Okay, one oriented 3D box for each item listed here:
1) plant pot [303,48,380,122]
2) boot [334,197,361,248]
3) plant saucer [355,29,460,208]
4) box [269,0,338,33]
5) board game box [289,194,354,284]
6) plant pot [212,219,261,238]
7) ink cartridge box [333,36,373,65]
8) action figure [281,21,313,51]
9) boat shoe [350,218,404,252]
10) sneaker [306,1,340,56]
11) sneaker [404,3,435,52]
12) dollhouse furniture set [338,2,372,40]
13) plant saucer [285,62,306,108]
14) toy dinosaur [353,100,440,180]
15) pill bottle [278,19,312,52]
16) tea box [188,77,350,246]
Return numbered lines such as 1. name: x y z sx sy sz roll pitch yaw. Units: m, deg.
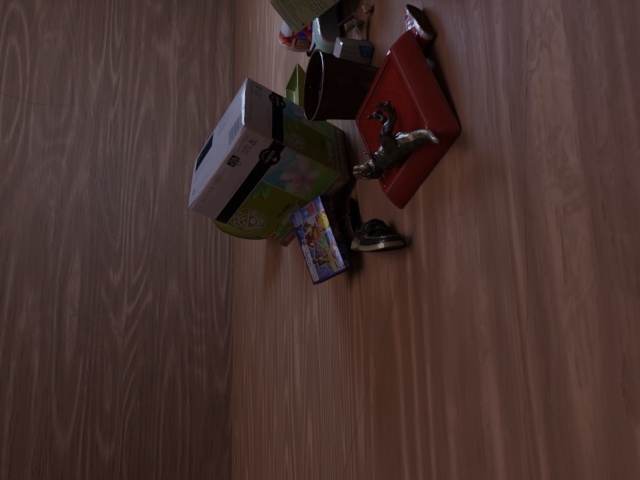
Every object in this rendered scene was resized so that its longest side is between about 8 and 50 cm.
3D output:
1. plant pot: 0.058 -0.358 1.204 0.167 0.165 0.167 -178 90 -73
2. boot: 0.043 -0.053 1.399 0.207 0.090 0.249 -51 37 43
3. plant saucer: 0.152 -0.235 1.019 0.259 0.047 0.259 119 139 -56
4. box: -0.023 -0.726 1.378 0.242 0.117 0.214 -30 46 19
5. board game box: 0.000 0.000 1.322 0.136 0.035 0.201 -30 75 45
6. plant pot: -0.305 -0.113 2.226 0.293 0.274 0.275 30 117 53
7. ink cartridge box: 0.075 -0.444 1.288 0.052 0.088 0.123 -113 29 -47
8. action figure: -0.063 -0.720 1.614 0.092 0.138 0.281 -118 14 -49
9. boat shoe: 0.117 -0.012 1.118 0.223 0.080 0.074 176 91 -77
10. sneaker: 0.002 -0.670 1.543 0.151 0.094 0.256 135 136 -69
11. sneaker: 0.185 -0.417 1.012 0.067 0.042 0.119 117 148 -47
12. dollhouse furniture set: 0.109 -0.554 1.327 0.081 0.091 0.114 54 -166 -11
13. plant saucer: -0.088 -0.530 1.889 0.188 0.045 0.189 140 130 -68
14. toy dinosaur: 0.131 -0.193 0.943 0.118 0.064 0.268 68 157 -1
15. pill bottle: -0.066 -0.770 1.720 0.221 0.121 0.121 110 155 -44
16. tea box: -0.145 -0.201 1.409 0.329 0.323 0.220 -46 36 37
